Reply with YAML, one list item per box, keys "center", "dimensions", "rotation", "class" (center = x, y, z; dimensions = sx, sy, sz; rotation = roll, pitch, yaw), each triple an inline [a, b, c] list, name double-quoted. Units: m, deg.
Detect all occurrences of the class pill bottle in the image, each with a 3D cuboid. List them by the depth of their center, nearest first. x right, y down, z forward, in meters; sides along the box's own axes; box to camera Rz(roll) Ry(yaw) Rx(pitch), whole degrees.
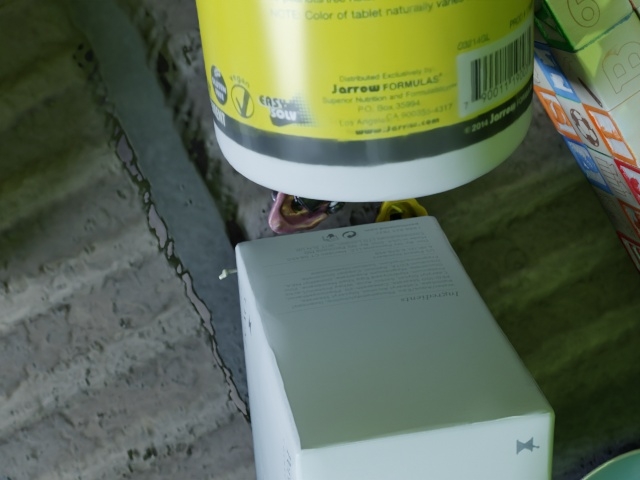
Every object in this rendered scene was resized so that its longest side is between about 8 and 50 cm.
- center: [0.017, -0.204, 0.651]
  dimensions: [0.188, 0.188, 0.333]
  rotation: [-11, 120, -9]
  class: "pill bottle"

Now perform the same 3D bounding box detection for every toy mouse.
- center: [0.000, 0.000, 0.816]
  dimensions: [0.143, 0.031, 0.161]
  rotation: [-18, 111, -7]
  class: "toy mouse"

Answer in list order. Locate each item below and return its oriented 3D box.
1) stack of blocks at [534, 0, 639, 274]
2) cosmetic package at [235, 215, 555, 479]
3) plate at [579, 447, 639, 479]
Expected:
- center: [0.227, -0.060, 0.778]
  dimensions: [0.087, 0.171, 0.297]
  rotation: [-35, 108, -2]
  class: "stack of blocks"
- center: [0.036, 0.139, 0.739]
  dimensions: [0.138, 0.224, 0.224]
  rotation: [-9, 118, -10]
  class: "cosmetic package"
- center: [0.244, 0.239, 0.938]
  dimensions: [0.188, 0.024, 0.188]
  rotation: [-3, 105, -12]
  class: "plate"
